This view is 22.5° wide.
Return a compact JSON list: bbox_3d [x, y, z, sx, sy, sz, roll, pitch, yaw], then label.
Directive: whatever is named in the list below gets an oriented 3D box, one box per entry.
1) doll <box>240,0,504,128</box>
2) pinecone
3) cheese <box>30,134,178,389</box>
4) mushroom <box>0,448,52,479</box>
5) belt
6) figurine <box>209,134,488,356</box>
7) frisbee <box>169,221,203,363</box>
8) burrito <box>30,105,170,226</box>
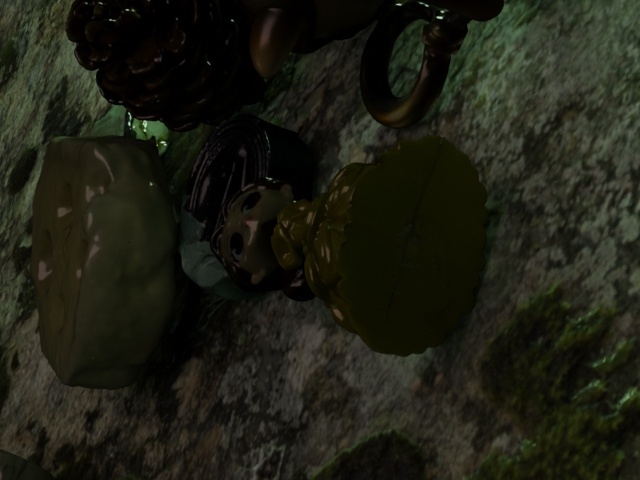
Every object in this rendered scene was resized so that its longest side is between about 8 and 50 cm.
[{"bbox_3d":[0.069,-0.295,1.530,0.339,0.209,0.318,-32,75,35],"label":"doll"},{"bbox_3d":[-0.173,-0.241,1.850,0.224,0.272,0.224,-5,81,31],"label":"pinecone"},{"bbox_3d":[-0.257,0.009,1.868,0.318,0.115,0.326,122,142,-51],"label":"cheese"},{"bbox_3d":[-0.391,0.410,1.881,0.154,0.137,0.407,-21,55,36],"label":"mushroom"},{"bbox_3d":[-0.086,-0.033,1.735,0.151,0.078,0.198,-4,72,47],"label":"belt"},{"bbox_3d":[-0.004,-0.001,1.510,0.315,0.168,0.187,4,101,56],"label":"figurine"},{"bbox_3d":[-0.141,0.053,1.845,0.211,0.012,0.187,5,75,58],"label":"frisbee"},{"bbox_3d":[-0.286,-0.093,2.093,0.229,0.089,0.144,-37,32,36],"label":"burrito"}]
